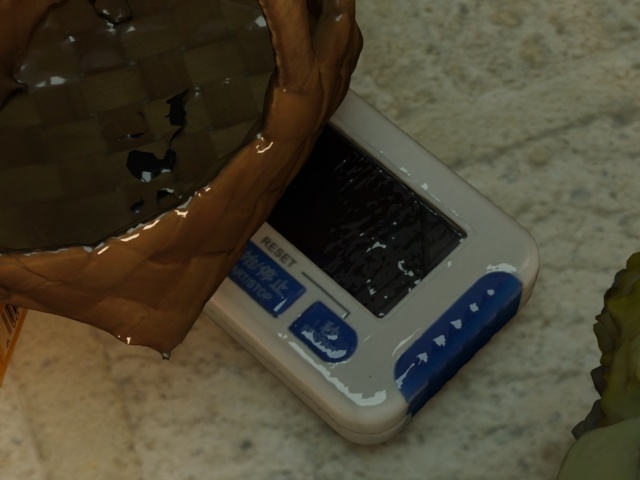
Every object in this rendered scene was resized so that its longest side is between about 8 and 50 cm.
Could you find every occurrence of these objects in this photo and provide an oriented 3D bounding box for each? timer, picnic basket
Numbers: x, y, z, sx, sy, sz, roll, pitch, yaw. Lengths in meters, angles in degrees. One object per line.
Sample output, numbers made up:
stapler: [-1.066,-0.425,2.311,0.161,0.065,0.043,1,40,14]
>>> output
timer: [0.000,0.000,1.047,0.253,0.078,0.178,41,69,20]
picnic basket: [-0.132,-0.141,0.903,0.293,0.337,0.337,24,65,14]

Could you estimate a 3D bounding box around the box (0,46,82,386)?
box: [-0.260,-0.052,1.079,0.174,0.076,0.274,12,63,6]

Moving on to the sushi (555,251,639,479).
sushi: [0.219,0.195,0.785,0.240,0.351,0.397,10,59,8]
